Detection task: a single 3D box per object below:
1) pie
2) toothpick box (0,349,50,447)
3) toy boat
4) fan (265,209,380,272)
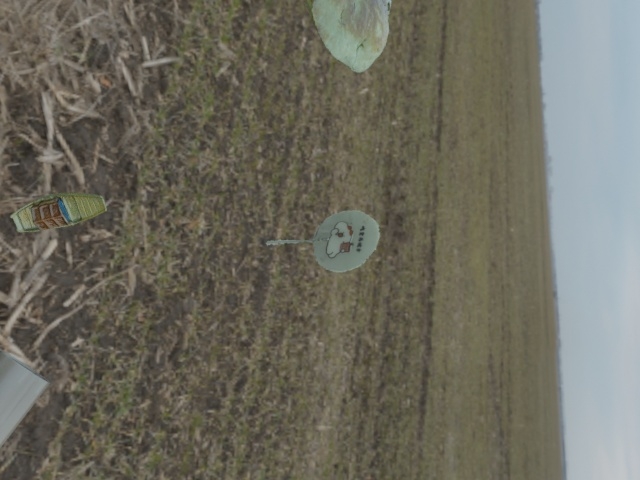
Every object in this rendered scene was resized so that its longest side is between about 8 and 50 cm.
[{"bbox_3d":[0.053,-0.498,1.371,0.274,0.106,0.257,48,54,-36],"label":"pie"},{"bbox_3d":[-0.581,0.298,1.160,0.180,0.111,0.111,-55,146,-19],"label":"toothpick box"},{"bbox_3d":[-0.475,-0.053,1.200,0.066,0.172,0.065,-105,-177,-68],"label":"toy boat"},{"bbox_3d":[0.000,0.000,1.762,0.009,0.329,0.190,55,40,-54],"label":"fan"}]
